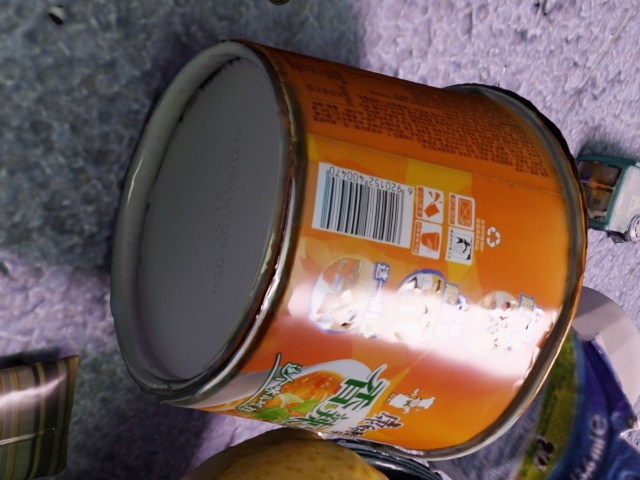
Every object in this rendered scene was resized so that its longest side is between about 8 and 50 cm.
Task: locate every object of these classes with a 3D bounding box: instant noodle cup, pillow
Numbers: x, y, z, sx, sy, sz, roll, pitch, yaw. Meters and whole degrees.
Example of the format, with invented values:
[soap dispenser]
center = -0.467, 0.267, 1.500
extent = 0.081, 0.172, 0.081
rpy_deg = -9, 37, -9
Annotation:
[instant noodle cup]
center = 0.000, 0.000, 0.525
extent = 0.214, 0.296, 0.296
rpy_deg = 13, 105, -36
[pillow]
center = -0.269, 0.144, 0.526
extent = 0.203, 0.038, 0.113
rpy_deg = -6, 119, -40

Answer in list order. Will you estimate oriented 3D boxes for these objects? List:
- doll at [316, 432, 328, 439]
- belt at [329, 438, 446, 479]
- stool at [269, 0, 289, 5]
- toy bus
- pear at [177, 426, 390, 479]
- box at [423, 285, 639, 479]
[doll]
center = 0.052, 0.112, 0.754
extent = 0.149, 0.095, 0.192
rpy_deg = -12, 119, -39
[belt]
center = 0.057, 0.309, 0.794
extent = 0.267, 0.206, 0.116
rpy_deg = 18, 102, -37
[stool]
center = -0.053, -0.214, 0.446
extent = 0.217, 0.121, 0.125
rpy_deg = 8, 94, -14
[toy bus]
center = 0.406, -0.043, 0.984
extent = 0.261, 0.091, 0.109
rpy_deg = 7, 99, -45
[pear]
center = -0.037, 0.276, 0.576
extent = 0.271, 0.271, 0.271
rpy_deg = -21, 127, -31
[box]
center = 0.271, 0.157, 0.857
extent = 0.206, 0.291, 0.262
rpy_deg = -16, 121, -47
